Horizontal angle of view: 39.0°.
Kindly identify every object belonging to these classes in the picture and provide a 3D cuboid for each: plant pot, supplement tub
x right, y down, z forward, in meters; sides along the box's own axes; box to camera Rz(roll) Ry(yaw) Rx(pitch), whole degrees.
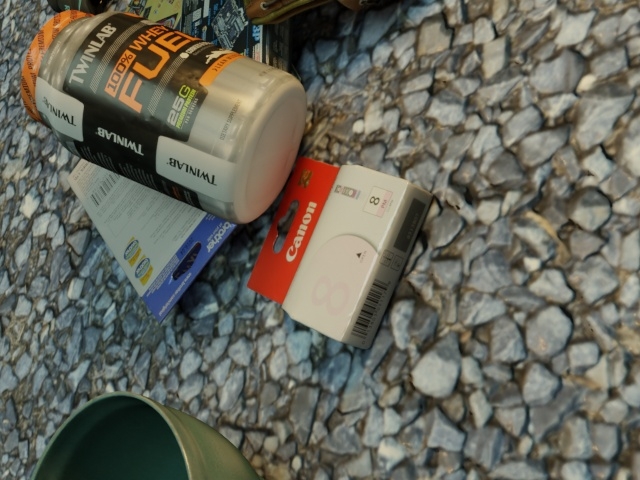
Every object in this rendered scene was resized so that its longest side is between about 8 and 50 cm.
[{"bbox_3d":[-0.159,0.322,0.962,0.293,0.196,0.293,-18,62,38],"label":"plant pot"},{"bbox_3d":[-0.193,-0.161,1.109,0.316,0.193,0.194,22,89,14],"label":"supplement tub"}]

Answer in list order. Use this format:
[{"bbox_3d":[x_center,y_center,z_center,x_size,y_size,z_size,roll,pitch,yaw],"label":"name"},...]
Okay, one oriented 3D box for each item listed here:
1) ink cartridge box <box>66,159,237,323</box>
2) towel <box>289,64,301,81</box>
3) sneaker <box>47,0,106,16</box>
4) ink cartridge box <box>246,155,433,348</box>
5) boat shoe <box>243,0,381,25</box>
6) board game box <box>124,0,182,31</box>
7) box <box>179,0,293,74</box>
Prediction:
[{"bbox_3d":[-0.225,-0.053,1.252,0.186,0.065,0.311,-50,54,16],"label":"ink cartridge box"},{"bbox_3d":[-0.097,-0.200,1.240,0.152,0.023,0.113,-44,48,22],"label":"towel"},{"bbox_3d":[-0.375,-0.506,1.594,0.106,0.101,0.267,30,94,23],"label":"sneaker"},{"bbox_3d":[0.000,0.000,1.048,0.232,0.066,0.189,22,89,41],"label":"ink cartridge box"},{"bbox_3d":[0.046,-0.330,1.096,0.307,0.110,0.104,-5,97,25],"label":"boat shoe"},{"bbox_3d":[-0.261,-0.334,1.434,0.165,0.042,0.243,38,100,45],"label":"board game box"},{"bbox_3d":[-0.118,-0.285,1.237,0.175,0.051,0.220,-15,65,35],"label":"box"}]
